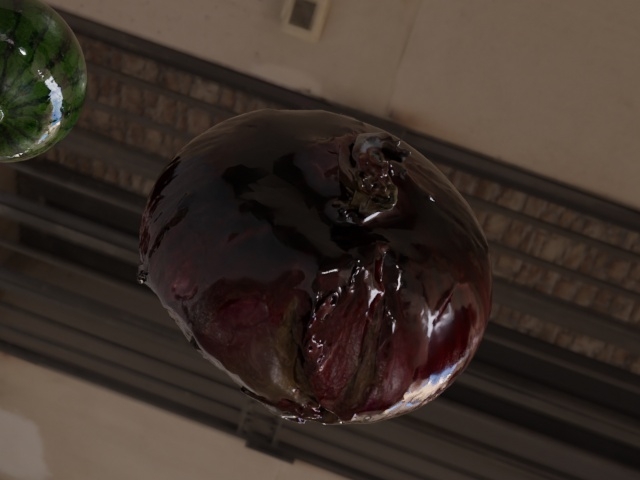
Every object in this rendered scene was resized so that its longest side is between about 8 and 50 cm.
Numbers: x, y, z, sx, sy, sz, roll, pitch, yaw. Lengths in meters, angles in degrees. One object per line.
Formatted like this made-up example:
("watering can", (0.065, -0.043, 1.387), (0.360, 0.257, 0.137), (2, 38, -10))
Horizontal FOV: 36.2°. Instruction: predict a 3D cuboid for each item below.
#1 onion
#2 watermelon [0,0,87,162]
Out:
("onion", (0.000, 0.000, 0.817), (0.314, 0.313, 0.232), (-65, 174, -54))
("watermelon", (-0.350, -0.177, 1.075), (0.215, 0.188, 0.188), (-112, -145, -59))
